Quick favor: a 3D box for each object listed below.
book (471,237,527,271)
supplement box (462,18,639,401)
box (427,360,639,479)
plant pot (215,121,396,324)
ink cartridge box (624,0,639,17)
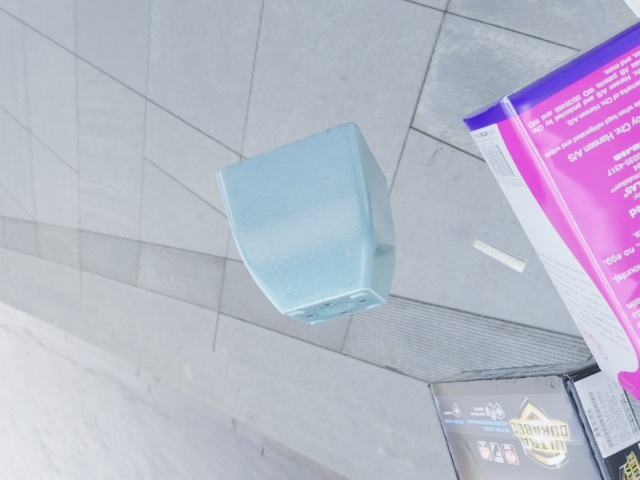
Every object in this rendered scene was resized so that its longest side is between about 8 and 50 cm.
[{"bbox_3d":[0.492,0.038,1.445,0.144,0.096,0.035,28,97,10],"label":"book"},{"bbox_3d":[0.199,-0.013,0.325,0.113,0.111,0.220,-29,95,7],"label":"supplement box"},{"bbox_3d":[0.264,0.300,0.613,0.295,0.073,0.294,137,120,-67],"label":"box"},{"bbox_3d":[0.000,0.000,0.880,0.247,0.248,0.252,-17,69,14],"label":"plant pot"},{"bbox_3d":[0.857,-0.623,1.209,0.273,0.197,0.114,30,99,55],"label":"ink cartridge box"}]
